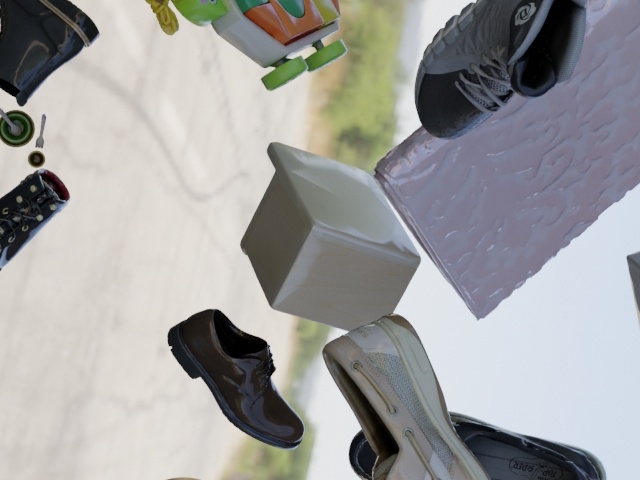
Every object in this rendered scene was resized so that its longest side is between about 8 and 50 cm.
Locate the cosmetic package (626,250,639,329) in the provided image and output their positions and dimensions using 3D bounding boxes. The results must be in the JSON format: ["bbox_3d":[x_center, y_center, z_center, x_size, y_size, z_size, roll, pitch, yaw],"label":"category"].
[{"bbox_3d":[0.512,0.091,2.104,0.183,0.151,0.151,-124,-163,-65],"label":"cosmetic package"}]

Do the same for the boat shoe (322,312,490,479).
[{"bbox_3d":[0.094,0.226,1.609,0.302,0.098,0.109,67,-22,4],"label":"boat shoe"}]

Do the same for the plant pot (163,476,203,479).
[{"bbox_3d":[-0.162,0.447,2.186,0.188,0.205,0.205,23,-77,56],"label":"plant pot"}]

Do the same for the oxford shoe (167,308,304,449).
[{"bbox_3d":[-0.090,0.179,2.082,0.096,0.227,0.083,-33,-161,30],"label":"oxford shoe"}]

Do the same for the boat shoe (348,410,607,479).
[{"bbox_3d":[0.190,0.295,2.072,0.113,0.340,0.127,3,98,-74],"label":"boat shoe"}]

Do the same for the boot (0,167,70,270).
[{"bbox_3d":[-0.441,-0.012,2.219,0.179,0.085,0.236,-40,-172,10],"label":"boot"}]

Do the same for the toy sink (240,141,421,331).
[{"bbox_3d":[0.000,0.000,2.002,0.131,0.153,0.234,-62,-152,21],"label":"toy sink"}]

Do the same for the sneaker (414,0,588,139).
[{"bbox_3d":[0.149,-0.144,1.350,0.228,0.086,0.132,-56,-159,37],"label":"sneaker"}]

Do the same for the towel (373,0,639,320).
[{"bbox_3d":[0.235,-0.097,1.741,0.332,0.053,0.317,-41,144,-4],"label":"towel"}]

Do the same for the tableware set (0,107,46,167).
[{"bbox_3d":[-0.426,-0.120,2.058,0.024,0.154,0.104,-151,-112,-80],"label":"tableware set"}]

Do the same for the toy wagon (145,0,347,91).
[{"bbox_3d":[-0.090,-0.304,1.870,0.068,0.267,0.344,-29,-177,28],"label":"toy wagon"}]

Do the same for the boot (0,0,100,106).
[{"bbox_3d":[-0.385,-0.257,1.976,0.137,0.198,0.077,-49,148,-17],"label":"boot"}]
